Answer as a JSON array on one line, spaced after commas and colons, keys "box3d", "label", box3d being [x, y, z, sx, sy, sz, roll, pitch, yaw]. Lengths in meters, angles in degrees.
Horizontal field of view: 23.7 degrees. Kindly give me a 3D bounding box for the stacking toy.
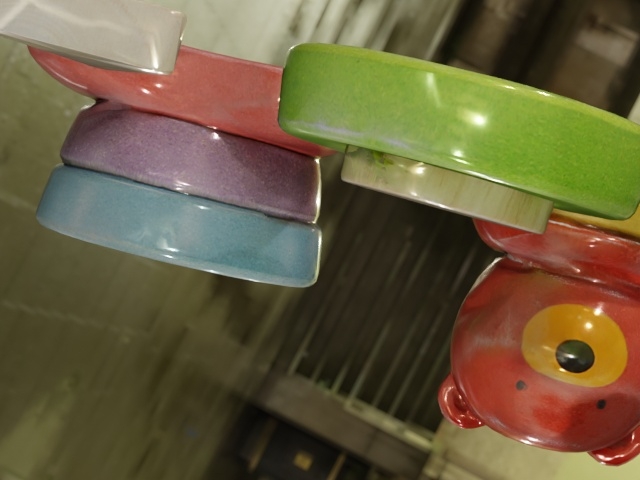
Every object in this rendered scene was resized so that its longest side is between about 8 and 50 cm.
[{"box3d": [0.000, 0.000, 0.610, 0.279, 0.308, 0.130, 10, 95, -75], "label": "stacking toy"}]
